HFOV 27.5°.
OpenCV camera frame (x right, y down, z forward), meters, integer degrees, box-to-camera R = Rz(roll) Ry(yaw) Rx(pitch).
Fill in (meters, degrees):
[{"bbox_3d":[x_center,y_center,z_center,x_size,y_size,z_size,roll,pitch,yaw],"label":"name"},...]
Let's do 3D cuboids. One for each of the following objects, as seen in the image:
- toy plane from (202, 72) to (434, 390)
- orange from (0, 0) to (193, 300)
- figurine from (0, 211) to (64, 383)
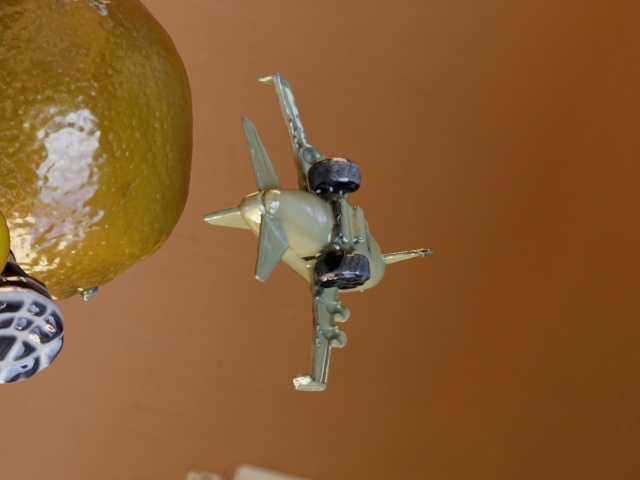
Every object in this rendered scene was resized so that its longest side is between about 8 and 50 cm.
[{"bbox_3d":[0.000,0.000,0.994,0.256,0.104,0.242,22,56,-58],"label":"toy plane"},{"bbox_3d":[-0.216,-0.080,0.986,0.264,0.264,0.264,-165,-90,-81],"label":"orange"},{"bbox_3d":[-0.315,-0.032,0.727,0.323,0.320,0.196,57,36,-55],"label":"figurine"}]
